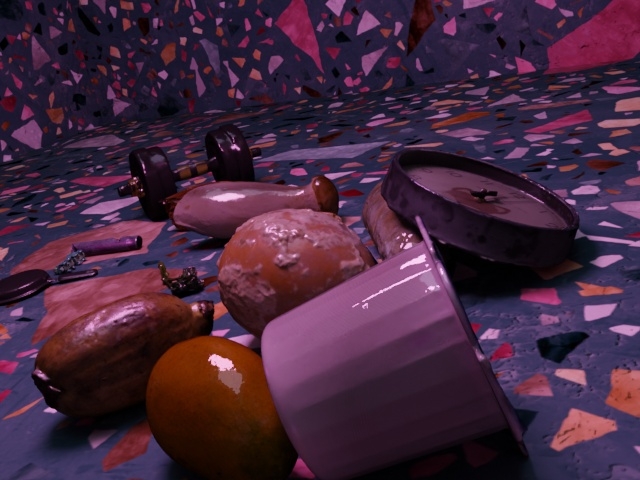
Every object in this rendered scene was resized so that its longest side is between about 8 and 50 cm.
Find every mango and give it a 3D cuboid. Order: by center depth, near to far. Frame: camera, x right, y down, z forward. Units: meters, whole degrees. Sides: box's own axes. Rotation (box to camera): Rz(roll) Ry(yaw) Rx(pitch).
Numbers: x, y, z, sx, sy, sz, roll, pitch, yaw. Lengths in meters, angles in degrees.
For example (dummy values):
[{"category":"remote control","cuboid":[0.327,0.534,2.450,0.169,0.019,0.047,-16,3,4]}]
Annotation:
[{"category":"mango","cuboid":[-0.107,0.184,0.817,0.121,0.151,0.221,-3,6,-43]}]

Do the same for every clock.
[{"category":"clock","cuboid":[0.259,-0.062,1.220,0.325,0.067,0.325,14,24,-6]}]

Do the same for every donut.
[{"category":"donut","cuboid":[-0.243,-0.081,1.749,0.217,0.085,0.141,0,22,27]}]

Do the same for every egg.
[{"category":"egg","cuboid":[-0.033,0.055,1.076,0.245,0.203,0.203,5,25,25]}]

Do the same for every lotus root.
[{"category":"lotus root","cuboid":[-0.255,0.147,1.016,0.260,0.145,0.128,-25,29,-27]}]

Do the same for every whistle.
[{"category":"whistle","cuboid":[-0.489,0.013,1.707,0.177,0.033,0.033,-7,20,13]}]

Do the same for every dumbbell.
[{"category":"dumbbell","cuboid":[-0.333,-0.181,1.935,0.389,0.185,0.185,-20,21,-22]}]

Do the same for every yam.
[{"category":"yam","cuboid":[0.145,-0.010,1.274,0.133,0.133,0.330,-11,23,2]}]

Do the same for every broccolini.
[{"category":"broccolini","cuboid":[-0.282,0.067,1.424,0.052,0.054,0.194,-43,29,-23]}]

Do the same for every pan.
[{"category":"pan","cuboid":[-0.586,0.083,1.570,0.235,0.028,0.136,-13,20,-4]}]

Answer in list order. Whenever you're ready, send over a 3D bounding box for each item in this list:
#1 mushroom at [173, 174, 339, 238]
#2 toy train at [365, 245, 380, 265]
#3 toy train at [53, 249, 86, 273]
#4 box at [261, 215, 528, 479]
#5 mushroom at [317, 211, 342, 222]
[{"category":"mushroom","cuboid":[-0.134,-0.069,1.586,0.351,0.128,0.128,-7,20,7]},{"category":"toy train","cuboid":[0.085,0.060,1.210,0.043,0.047,0.207,-18,20,-6]},{"category":"toy train","cuboid":[-0.557,0.048,1.657,0.045,0.029,0.092,-13,19,21]},{"category":"box","cuboid":[0.061,0.128,0.743,0.207,0.262,0.291,-26,-18,8]},{"category":"mushroom","cuboid":[-0.003,0.001,1.434,0.059,0.054,0.202,-4,25,18]}]
